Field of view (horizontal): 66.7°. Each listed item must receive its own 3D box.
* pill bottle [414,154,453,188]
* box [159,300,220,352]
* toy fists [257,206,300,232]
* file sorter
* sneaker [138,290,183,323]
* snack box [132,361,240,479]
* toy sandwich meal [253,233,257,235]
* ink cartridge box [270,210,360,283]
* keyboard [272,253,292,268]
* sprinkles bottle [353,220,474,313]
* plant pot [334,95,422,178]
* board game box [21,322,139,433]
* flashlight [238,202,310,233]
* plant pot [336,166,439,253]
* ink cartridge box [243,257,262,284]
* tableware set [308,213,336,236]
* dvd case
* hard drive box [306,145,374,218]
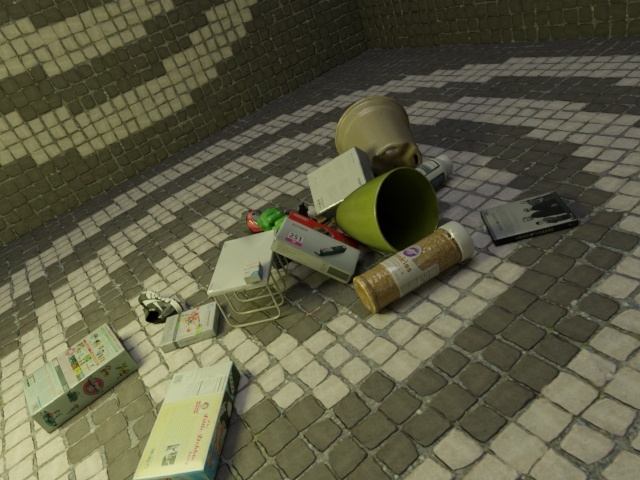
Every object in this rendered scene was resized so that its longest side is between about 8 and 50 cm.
[{"bbox_3d":[0.413,-0.247,1.843,0.180,0.108,0.108,-34,32,-20],"label":"pill bottle"},{"bbox_3d":[-0.428,0.284,1.607,0.186,0.038,0.145,-18,31,5],"label":"box"},{"bbox_3d":[-0.143,-0.034,1.788,0.096,0.142,0.279,-24,29,-24],"label":"toy fists"},{"bbox_3d":[-0.219,0.125,1.591,0.193,0.173,0.277,-14,32,11],"label":"file sorter"},{"bbox_3d":[-0.601,0.244,1.742,0.234,0.078,0.106,8,39,38],"label":"sneaker"},{"bbox_3d":[-0.327,0.462,1.238,0.187,0.060,0.322,-14,31,13],"label":"snack box"},{"bbox_3d":[-0.256,0.005,1.946,0.085,0.029,0.085,-16,31,10],"label":"toy sandwich meal"},{"bbox_3d":[0.000,0.000,1.612,0.275,0.060,0.239,24,40,-2],"label":"ink cartridge box"},{"bbox_3d":[-0.157,0.044,1.830,0.108,0.023,0.180,-31,32,-15],"label":"keyboard"},{"bbox_3d":[0.271,0.076,1.411,0.355,0.121,0.121,-29,31,-11],"label":"sprinkles bottle"},{"bbox_3d":[0.254,-0.369,1.972,0.334,0.334,0.305,-21,41,2],"label":"plant pot"},{"bbox_3d":[-0.763,0.424,1.543,0.303,0.097,0.224,-38,35,-22],"label":"board game box"},{"bbox_3d":[-0.187,-0.094,1.958,0.304,0.103,0.103,-10,45,34],"label":"flashlight"},{"bbox_3d":[0.189,-0.087,1.621,0.275,0.275,0.293,-41,21,-29],"label":"plant pot"},{"bbox_3d":[-0.199,0.090,1.442,0.048,0.028,0.083,-16,32,7],"label":"ink cartridge box"},{"bbox_3d":[-0.006,-0.057,1.875,0.128,0.039,0.194,-17,31,9],"label":"tableware set"},{"bbox_3d":[0.634,-0.070,1.498,0.239,0.029,0.179,-15,31,12],"label":"dvd case"},{"bbox_3d":[0.080,-0.213,1.825,0.232,0.089,0.181,-26,67,30],"label":"hard drive box"}]
